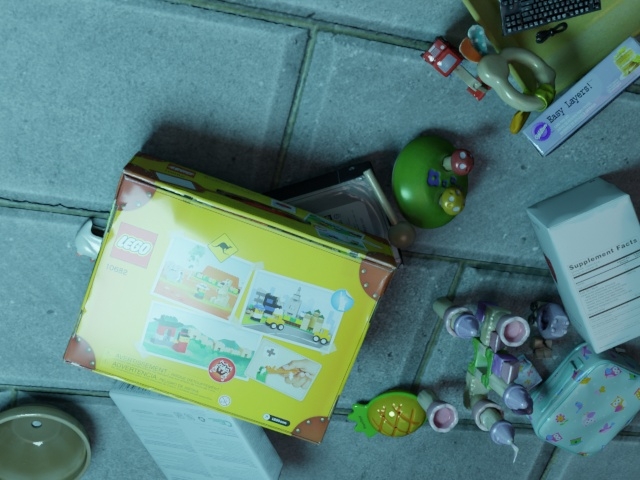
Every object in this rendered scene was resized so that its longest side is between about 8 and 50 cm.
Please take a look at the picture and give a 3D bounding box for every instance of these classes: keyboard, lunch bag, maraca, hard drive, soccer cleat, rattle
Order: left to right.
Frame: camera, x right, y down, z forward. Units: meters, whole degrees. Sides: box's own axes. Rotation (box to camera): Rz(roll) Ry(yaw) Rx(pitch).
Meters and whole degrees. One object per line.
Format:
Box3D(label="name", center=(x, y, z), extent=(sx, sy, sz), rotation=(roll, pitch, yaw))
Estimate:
Box3D(label="soccer cleat", center=(-0.380, 0.025, 1.772), extent=(0.196, 0.068, 0.076), rotation=(25, 110, -21))
Box3D(label="hard drive", center=(-0.027, -0.001, 1.805), extent=(0.339, 0.064, 0.236), rotation=(-16, 122, 8))
Box3D(label="maraca", center=(0.157, 0.403, 2.100), extent=(0.186, 0.099, 0.127), rotation=(-16, 116, 17))
Box3D(label="rattle", center=(0.312, -0.288, 1.640), extent=(0.200, 0.143, 0.130), rotation=(17, 79, -13))
Box3D(label="lunch bag", center=(0.465, 0.319, 2.137), extent=(0.083, 0.053, 0.071), rotation=(-39, 122, 0))
Box3D(label="keyboard", center=(0.405, -0.402, 1.602), extent=(0.180, 0.023, 0.108), rotation=(-15, 123, -1))
Box3D(label="lunch bag", center=(0.636, 0.371, 2.172), extent=(0.224, 0.108, 0.279), rotation=(26, 112, -21))

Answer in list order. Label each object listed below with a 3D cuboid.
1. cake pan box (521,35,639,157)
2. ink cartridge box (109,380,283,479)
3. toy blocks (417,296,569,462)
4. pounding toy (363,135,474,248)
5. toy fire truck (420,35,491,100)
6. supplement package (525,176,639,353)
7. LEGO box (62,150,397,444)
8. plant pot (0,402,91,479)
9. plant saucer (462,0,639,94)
Box3D(label="cake pan box", center=(0.490, -0.257, 1.669), extent=(0.246, 0.267, 0.070), rotation=(-40, 84, 18))
Box3D(label="ink cartridge box", center=(-0.249, 0.430, 1.948), extent=(0.324, 0.071, 0.330), rotation=(1, 132, 32))
Box3D(label="toy blocks", center=(0.399, 0.284, 1.941), extent=(0.309, 0.260, 0.288), rotation=(5, 102, -15))
Box3D(label="pounding toy", center=(0.219, -0.100, 1.726), extent=(0.237, 0.110, 0.182), rotation=(-30, 109, -31))
Box3D(label="toy fire truck", center=(0.252, -0.310, 1.654), extent=(0.135, 0.192, 0.047), rotation=(42, 107, 0))
Box3D(label="supplement package", center=(0.570, 0.047, 1.874), extent=(0.175, 0.177, 0.292), rotation=(-24, 105, 4))
Box3D(label="LEGO box", center=(-0.166, 0.104, 1.671), extent=(0.500, 0.193, 0.372), rotation=(20, 104, -8))
Box3D(label="plant pot", center=(-0.610, 0.424, 1.943), extent=(0.237, 0.109, 0.237), rotation=(-6, 123, -9))
Box3D(label="plant saucer", center=(0.431, -0.464, 1.630), extent=(0.333, 0.081, 0.333), rotation=(-37, 121, 11))
